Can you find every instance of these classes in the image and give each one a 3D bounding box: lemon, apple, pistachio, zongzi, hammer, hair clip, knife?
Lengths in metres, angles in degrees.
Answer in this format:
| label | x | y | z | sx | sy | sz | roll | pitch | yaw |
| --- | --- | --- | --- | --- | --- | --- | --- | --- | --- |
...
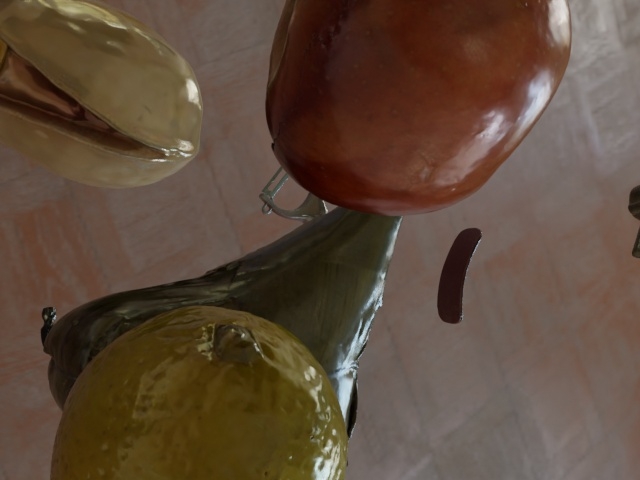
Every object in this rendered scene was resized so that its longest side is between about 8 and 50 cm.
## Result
| label | x | y | z | sx | sy | sz | roll | pitch | yaw |
| --- | --- | --- | --- | --- | --- | --- | --- | --- | --- |
| lemon | -0.102 | 0.186 | 0.927 | 0.267 | 0.267 | 0.267 | 5 | 83 | -43 |
| apple | 0.068 | -0.138 | 0.839 | 0.206 | 0.272 | 0.252 | 19 | 70 | -9 |
| pistachio | -0.291 | -0.180 | 1.359 | 0.308 | 0.230 | 0.230 | 24 | 69 | -23 |
| zongzi | -0.090 | 0.056 | 1.200 | 0.356 | 0.174 | 0.393 | 17 | 94 | -30 |
| hammer | -0.264 | 0.104 | 1.388 | 0.021 | 0.201 | 0.078 | 37 | 43 | -61 |
| hair clip | 0.190 | 0.046 | 1.525 | 0.022 | 0.054 | 0.137 | 18 | 85 | -29 |
| knife | 0.002 | 0.001 | 1.718 | 0.123 | 0.053 | 0.278 | -51 | 129 | -26 |

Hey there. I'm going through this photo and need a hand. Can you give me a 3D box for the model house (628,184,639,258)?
| label | x | y | z | sx | sy | sz | roll | pitch | yaw |
| --- | --- | --- | --- | --- | --- | --- | --- | --- | --- |
| model house | 0.467 | 0.005 | 1.305 | 0.122 | 0.229 | 0.188 | 44 | 50 | -26 |
